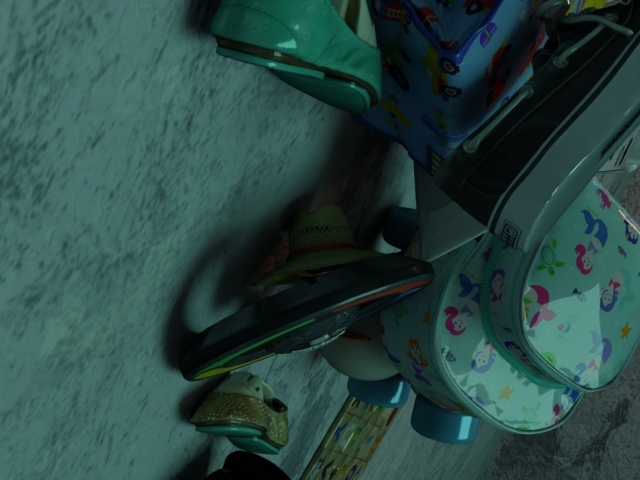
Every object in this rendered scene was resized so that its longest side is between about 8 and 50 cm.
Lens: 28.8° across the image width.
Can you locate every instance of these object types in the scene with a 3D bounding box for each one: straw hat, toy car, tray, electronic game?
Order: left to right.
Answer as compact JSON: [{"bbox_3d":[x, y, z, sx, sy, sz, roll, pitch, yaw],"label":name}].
[{"bbox_3d":[-0.010,0.068,1.053,0.229,0.048,0.229,-22,172,-3],"label":"electronic game"},{"bbox_3d":[0.000,0.000,1.114,0.144,0.145,0.061,10,70,-72],"label":"straw hat"},{"bbox_3d":[0.058,0.082,1.303,0.238,0.210,0.219,6,101,-40],"label":"toy car"},{"bbox_3d":[0.142,-0.094,1.150,0.145,0.030,0.270,-31,-153,20],"label":"tray"}]

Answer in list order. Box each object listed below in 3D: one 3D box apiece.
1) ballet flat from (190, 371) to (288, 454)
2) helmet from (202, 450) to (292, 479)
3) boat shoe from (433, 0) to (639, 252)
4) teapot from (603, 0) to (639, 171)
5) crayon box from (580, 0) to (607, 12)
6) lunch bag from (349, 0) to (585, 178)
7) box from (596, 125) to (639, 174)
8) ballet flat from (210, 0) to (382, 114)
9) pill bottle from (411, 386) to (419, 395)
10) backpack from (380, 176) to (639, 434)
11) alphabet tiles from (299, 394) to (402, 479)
[{"bbox_3d":[-0.075,0.161,1.193,0.206,0.073,0.067,63,31,-73],"label":"ballet flat"},{"bbox_3d":[-0.086,0.308,1.223,0.169,0.169,0.161,-40,142,-48],"label":"helmet"},{"bbox_3d":[0.204,-0.131,0.940,0.306,0.105,0.113,-49,163,-9],"label":"boat shoe"},{"bbox_3d":[0.445,-0.243,1.769,0.256,0.252,0.187,-49,-168,19],"label":"teapot"},{"bbox_3d":[0.264,-0.299,1.354,0.318,0.081,0.202,-50,160,-31],"label":"crayon box"},{"bbox_3d":[0.159,-0.215,1.015,0.293,0.138,0.221,-43,159,-14],"label":"lunch bag"},{"bbox_3d":[0.299,-0.155,1.540,0.087,0.169,0.290,-64,162,13],"label":"box"},{"bbox_3d":[-0.001,-0.145,0.862,0.247,0.083,0.087,8,100,-73],"label":"ballet flat"},{"bbox_3d":[0.197,0.140,1.695,0.188,0.188,0.334,-57,163,-10],"label":"pill bottle"},{"bbox_3d":[0.189,0.052,1.172,0.225,0.191,0.253,42,78,-30],"label":"backpack"},{"bbox_3d":[0.053,0.289,1.829,0.285,0.011,0.342,-59,163,-5],"label":"alphabet tiles"}]
